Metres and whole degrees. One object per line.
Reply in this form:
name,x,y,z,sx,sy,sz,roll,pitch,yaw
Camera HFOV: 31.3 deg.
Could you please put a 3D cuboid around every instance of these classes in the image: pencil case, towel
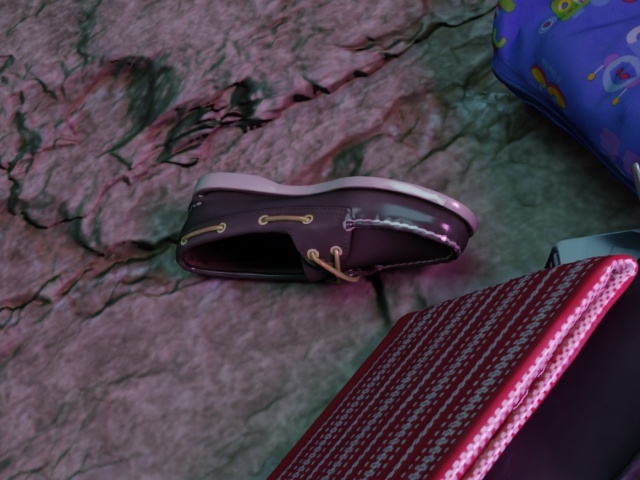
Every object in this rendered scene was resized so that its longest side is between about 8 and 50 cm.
pencil case,0.214,-0.090,0.739,0.133,0.119,0.306,-23,38,-4
towel,0.048,0.100,0.631,0.031,0.275,0.199,43,71,-6

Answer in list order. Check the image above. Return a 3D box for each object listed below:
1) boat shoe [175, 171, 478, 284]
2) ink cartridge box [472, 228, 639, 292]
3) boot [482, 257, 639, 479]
boat shoe,0.000,0.000,0.813,0.228,0.081,0.068,4,59,30
ink cartridge box,0.207,0.090,0.691,0.224,0.045,0.223,-11,52,12
boot,0.289,0.062,0.449,0.445,0.146,0.367,-46,35,13
